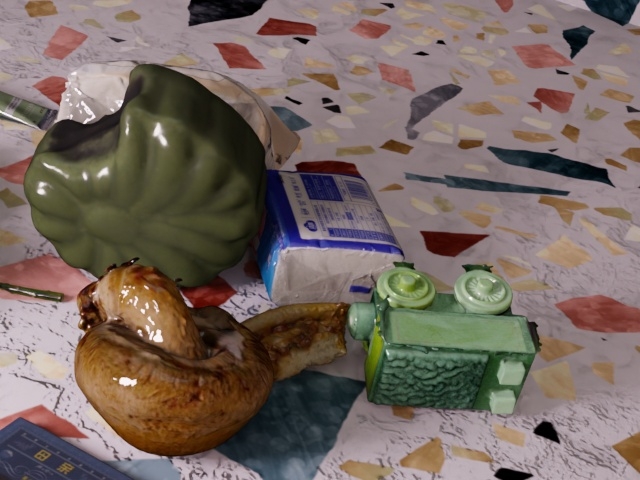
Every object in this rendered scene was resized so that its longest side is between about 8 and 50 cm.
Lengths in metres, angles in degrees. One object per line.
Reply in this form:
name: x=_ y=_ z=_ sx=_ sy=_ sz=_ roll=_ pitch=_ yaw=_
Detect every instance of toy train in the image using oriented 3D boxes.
toy train: x=0.174 y=0.143 z=1.748 sx=0.272 sy=0.159 sz=0.188 roll=4 pitch=41 yaw=-9

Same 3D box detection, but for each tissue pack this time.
tissue pack: x=-0.245 y=-0.188 z=2.050 sx=0.390 sy=0.195 sz=0.375 roll=4 pitch=1 yaw=5
tissue pack: x=0.000 y=0.000 z=1.951 sx=0.209 sy=0.137 sz=0.269 roll=1 pitch=29 yaw=-15

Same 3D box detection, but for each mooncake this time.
mooncake: x=-0.252 y=-0.075 z=1.808 sx=0.351 sy=0.351 sz=0.187 roll=7 pitch=42 yaw=-6

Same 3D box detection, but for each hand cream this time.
hand cream: x=-0.613 y=-0.259 z=2.277 sx=0.235 sy=0.055 sz=0.086 roll=16 pitch=33 yaw=-3

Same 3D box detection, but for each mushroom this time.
mushroom: x=-0.199 y=0.155 z=1.566 sx=0.263 sy=0.195 sz=0.283 roll=-13 pitch=53 yaw=-46

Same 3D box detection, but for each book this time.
book: x=-0.372 y=0.314 z=1.418 sx=0.191 sy=0.025 sz=0.269 roll=24 pitch=34 yaw=23

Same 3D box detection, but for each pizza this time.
pizza: x=-0.048 y=0.144 z=1.766 sx=0.271 sy=0.056 sz=0.134 roll=-11 pitch=28 yaw=-30

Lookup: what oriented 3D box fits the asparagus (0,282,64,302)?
asparagus: x=-0.442 y=0.073 z=1.806 sx=0.127 sy=0.018 sz=0.015 roll=12 pitch=-4 yaw=2
